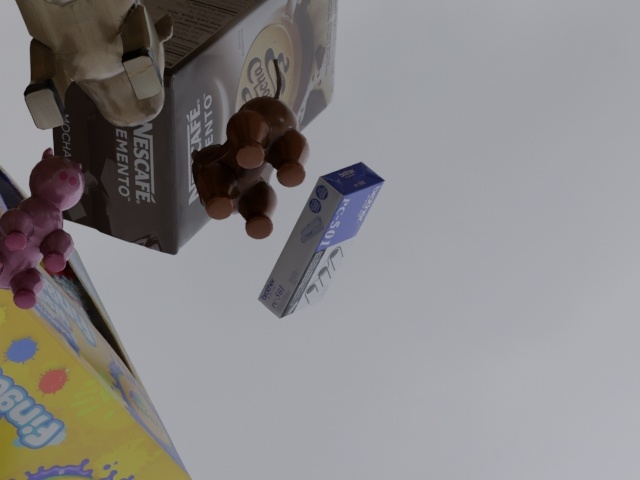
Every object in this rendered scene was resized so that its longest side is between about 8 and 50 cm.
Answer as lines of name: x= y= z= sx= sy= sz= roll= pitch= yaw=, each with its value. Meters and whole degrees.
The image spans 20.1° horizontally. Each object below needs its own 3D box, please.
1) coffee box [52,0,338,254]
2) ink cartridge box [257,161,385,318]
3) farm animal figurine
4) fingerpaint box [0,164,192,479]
coffee box: x=-0.099 y=-0.139 z=1.529 sx=0.118 sy=0.168 sz=0.297 roll=17 pitch=-144 yaw=21
ink cartridge box: x=0.000 y=0.000 z=2.320 sx=0.097 sy=0.046 sz=0.207 roll=-21 pitch=145 yaw=-52
farm animal figurine: x=-0.175 y=-0.127 z=1.205 sx=0.330 sy=0.327 sz=0.172 roll=-2 pitch=-145 yaw=-5
fingerpaint box: x=-0.339 y=0.043 z=1.714 sx=0.163 sy=0.445 sz=0.371 roll=-34 pitch=-133 yaw=1
